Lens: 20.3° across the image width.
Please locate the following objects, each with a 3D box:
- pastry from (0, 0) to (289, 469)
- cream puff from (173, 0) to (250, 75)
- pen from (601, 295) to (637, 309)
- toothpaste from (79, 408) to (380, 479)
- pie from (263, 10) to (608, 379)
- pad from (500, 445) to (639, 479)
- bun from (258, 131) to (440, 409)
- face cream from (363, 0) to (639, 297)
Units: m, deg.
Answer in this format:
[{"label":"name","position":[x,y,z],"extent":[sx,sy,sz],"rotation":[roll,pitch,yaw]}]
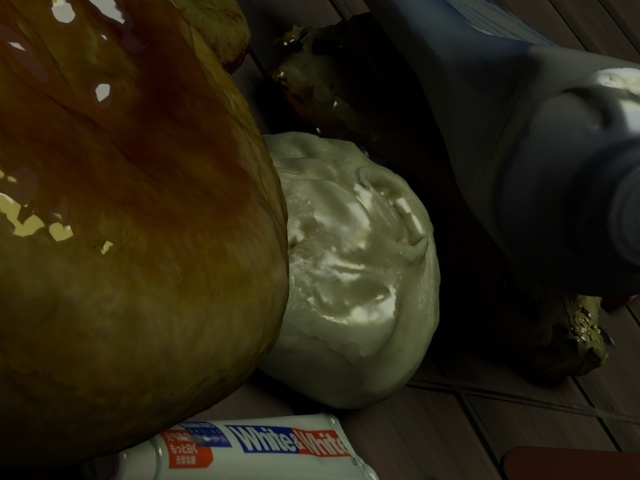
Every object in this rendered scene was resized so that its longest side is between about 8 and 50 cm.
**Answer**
[{"label":"pastry","position":[-0.157,-0.053,0.732],"extent":[0.356,0.164,0.356],"rotation":[42,20,-19]},{"label":"cream puff","position":[-0.108,-0.129,1.021],"extent":[0.149,0.084,0.149],"rotation":[39,22,-19]},{"label":"pen","position":[0.267,0.021,1.446],"extent":[0.028,0.028,0.239],"rotation":[49,25,10]},{"label":"toothpaste","position":[-0.037,0.100,0.830],"extent":[0.052,0.033,0.218],"rotation":[53,20,23]},{"label":"pie","position":[0.090,-0.049,1.205],"extent":[0.308,0.085,0.308],"rotation":[34,26,-19]},{"label":"pad","position":[0.216,0.211,0.995],"extent":[0.181,0.004,0.267],"rotation":[7,35,-29]},{"label":"bun","position":[0.000,0.000,0.961],"extent":[0.183,0.102,0.183],"rotation":[34,24,-17]},{"label":"face cream","position":[0.129,-0.093,1.136],"extent":[0.234,0.137,0.420],"rotation":[25,16,-24]}]
